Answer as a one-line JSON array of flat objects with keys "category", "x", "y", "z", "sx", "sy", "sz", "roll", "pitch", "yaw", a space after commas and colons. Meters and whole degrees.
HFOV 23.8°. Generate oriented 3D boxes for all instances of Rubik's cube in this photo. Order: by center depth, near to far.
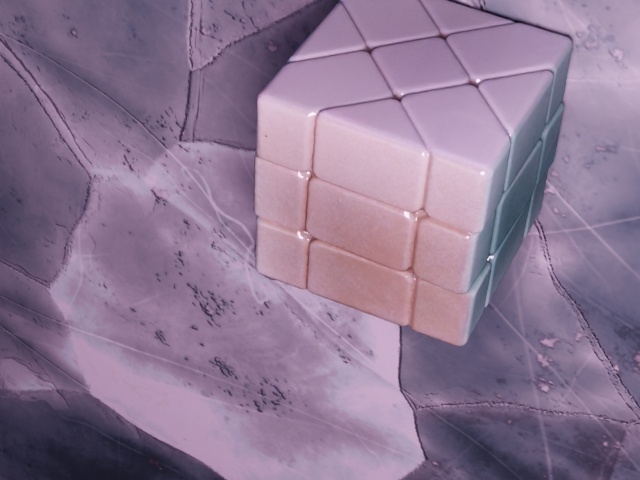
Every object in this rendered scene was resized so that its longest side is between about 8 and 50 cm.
[{"category": "Rubik's cube", "x": 0.118, "y": -0.109, "z": 2.004, "sx": 0.318, "sy": 0.322, "sz": 0.316, "roll": 20, "pitch": 137, "yaw": 17}]

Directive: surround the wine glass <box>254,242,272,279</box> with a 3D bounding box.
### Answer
[{"category": "wine glass", "x": 0.000, "y": 0.000, "z": 2.348, "sx": 0.222, "sy": 0.103, "sz": 0.103, "roll": -16, "pitch": 117, "yaw": 42}]
